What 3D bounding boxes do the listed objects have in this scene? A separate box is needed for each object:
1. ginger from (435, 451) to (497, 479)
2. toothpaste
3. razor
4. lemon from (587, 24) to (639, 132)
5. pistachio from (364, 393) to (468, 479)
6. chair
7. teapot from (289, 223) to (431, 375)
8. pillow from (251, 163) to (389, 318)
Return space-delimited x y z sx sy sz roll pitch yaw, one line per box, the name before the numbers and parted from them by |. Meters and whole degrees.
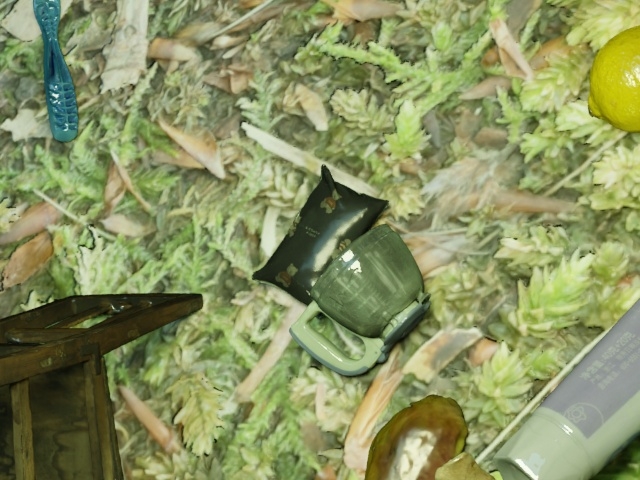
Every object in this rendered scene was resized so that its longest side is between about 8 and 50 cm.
ginger | 0.242 0.259 1.692 0.288 0.075 0.089 16 61 30
toothpaste | 0.315 0.105 1.702 0.371 0.080 0.125 -43 52 -18
razor | -0.327 -0.231 2.236 0.082 0.042 0.253 -1 58 -20
lemon | 0.329 -0.164 1.838 0.133 0.109 0.109 -29 56 19
pistachio | 0.081 0.226 1.798 0.089 0.049 0.173 17 74 33
chair | -0.291 0.202 1.870 0.203 0.416 0.241 -2 96 27
teapot | 0.046 0.066 1.863 0.149 0.111 0.108 -42 78 -9
pillow | 0.000 0.000 1.953 0.090 0.048 0.150 26 82 40
